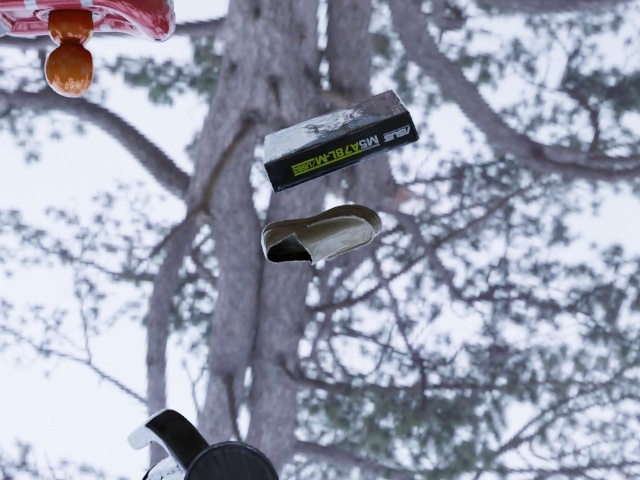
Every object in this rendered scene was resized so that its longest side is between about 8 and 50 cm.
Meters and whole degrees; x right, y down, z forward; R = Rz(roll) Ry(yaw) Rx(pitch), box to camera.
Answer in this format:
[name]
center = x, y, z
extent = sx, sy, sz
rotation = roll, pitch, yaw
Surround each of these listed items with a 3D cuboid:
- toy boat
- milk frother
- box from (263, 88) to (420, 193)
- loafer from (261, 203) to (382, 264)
[toy boat]
center = -0.279, -0.237, 1.238
extent = 0.231, 0.151, 0.151
rotation = -3, 177, 0
[milk frother]
center = -0.128, 0.225, 0.899
extent = 0.129, 0.135, 0.143
rotation = 38, -118, -10
[box]
center = 0.021, -0.127, 1.364
extent = 0.184, 0.045, 0.190
rotation = -22, -164, 3
[loafer]
center = 0.000, 0.000, 1.246
extent = 0.148, 0.056, 0.050
rotation = -13, -143, 23
